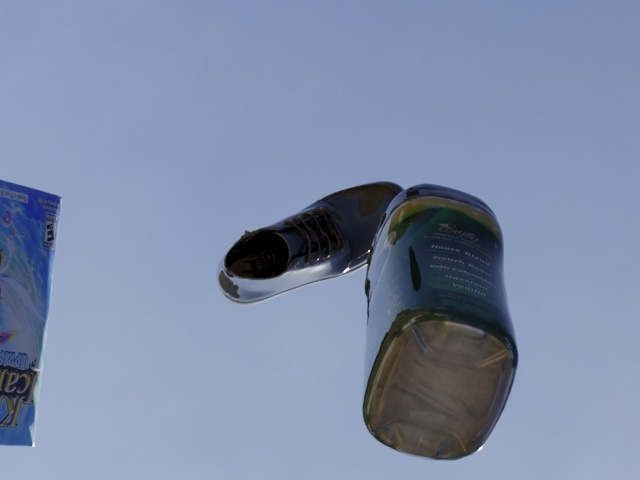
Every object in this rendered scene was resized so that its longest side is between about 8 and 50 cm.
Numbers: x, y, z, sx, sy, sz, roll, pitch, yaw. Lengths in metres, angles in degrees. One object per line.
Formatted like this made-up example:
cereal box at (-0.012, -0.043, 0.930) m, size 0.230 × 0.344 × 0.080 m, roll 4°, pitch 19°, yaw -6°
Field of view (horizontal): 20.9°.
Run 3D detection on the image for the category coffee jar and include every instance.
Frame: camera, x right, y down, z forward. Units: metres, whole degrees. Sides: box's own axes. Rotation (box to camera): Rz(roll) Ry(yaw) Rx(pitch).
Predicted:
coffee jar at (0.068, 0.042, 1.018) m, size 0.184 × 0.079 × 0.096 m, roll -86°, pitch -167°, yaw -62°

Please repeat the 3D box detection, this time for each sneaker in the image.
sneaker at (0.000, 0.000, 1.778) m, size 0.083 × 0.222 × 0.118 m, roll 61°, pitch -9°, yaw 5°

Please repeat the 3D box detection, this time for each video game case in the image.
video game case at (-0.336, 0.060, 1.545) m, size 0.061 × 0.269 × 0.244 m, roll 5°, pitch -95°, yaw 25°
